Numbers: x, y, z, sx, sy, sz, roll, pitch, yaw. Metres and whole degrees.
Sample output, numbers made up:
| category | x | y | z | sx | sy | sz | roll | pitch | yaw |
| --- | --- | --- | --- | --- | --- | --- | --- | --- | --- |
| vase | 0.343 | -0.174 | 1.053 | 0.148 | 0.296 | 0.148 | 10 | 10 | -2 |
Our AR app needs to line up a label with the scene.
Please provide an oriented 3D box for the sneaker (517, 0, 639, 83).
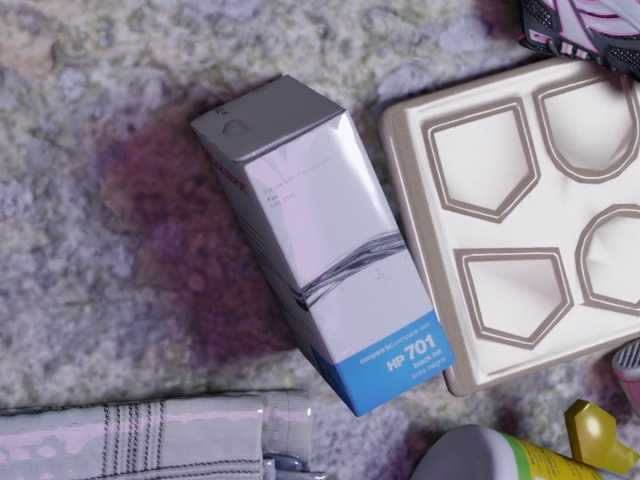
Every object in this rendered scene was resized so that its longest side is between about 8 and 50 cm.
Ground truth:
| category | x | y | z | sx | sy | sz | roll | pitch | yaw |
| --- | --- | --- | --- | --- | --- | --- | --- | --- | --- |
| sneaker | 0.175 | -0.152 | 1.125 | 0.077 | 0.072 | 0.178 | -44 | 90 | 9 |

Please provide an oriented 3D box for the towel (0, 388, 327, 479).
| category | x | y | z | sx | sy | sz | roll | pitch | yaw |
| --- | --- | --- | --- | --- | --- | --- | --- | --- | --- |
| towel | -0.152 | 0.257 | 1.141 | 0.324 | 0.056 | 0.312 | -3 | 106 | -19 |

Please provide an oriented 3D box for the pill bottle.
| category | x | y | z | sx | sy | sz | roll | pitch | yaw |
| --- | --- | --- | --- | --- | --- | --- | --- | --- | --- |
| pill bottle | 0.190 | 0.235 | 1.205 | 0.245 | 0.136 | 0.136 | 22 | 97 | -23 |

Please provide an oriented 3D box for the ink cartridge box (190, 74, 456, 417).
| category | x | y | z | sx | sy | sz | roll | pitch | yaw |
| --- | --- | --- | --- | --- | --- | --- | --- | --- | --- |
| ink cartridge box | 0.000 | 0.000 | 1.072 | 0.082 | 0.139 | 0.191 | -27 | 112 | -9 |

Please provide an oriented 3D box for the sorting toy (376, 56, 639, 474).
| category | x | y | z | sx | sy | sz | roll | pitch | yaw |
| --- | --- | --- | --- | --- | --- | --- | --- | --- | --- |
| sorting toy | 0.175 | 0.025 | 1.171 | 0.229 | 0.041 | 0.307 | -18 | 98 | -17 |

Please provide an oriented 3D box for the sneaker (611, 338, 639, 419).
| category | x | y | z | sx | sy | sz | roll | pitch | yaw |
| --- | --- | --- | --- | --- | --- | --- | --- | --- | --- |
| sneaker | 0.291 | 0.095 | 1.248 | 0.134 | 0.051 | 0.070 | -25 | 113 | -7 |
